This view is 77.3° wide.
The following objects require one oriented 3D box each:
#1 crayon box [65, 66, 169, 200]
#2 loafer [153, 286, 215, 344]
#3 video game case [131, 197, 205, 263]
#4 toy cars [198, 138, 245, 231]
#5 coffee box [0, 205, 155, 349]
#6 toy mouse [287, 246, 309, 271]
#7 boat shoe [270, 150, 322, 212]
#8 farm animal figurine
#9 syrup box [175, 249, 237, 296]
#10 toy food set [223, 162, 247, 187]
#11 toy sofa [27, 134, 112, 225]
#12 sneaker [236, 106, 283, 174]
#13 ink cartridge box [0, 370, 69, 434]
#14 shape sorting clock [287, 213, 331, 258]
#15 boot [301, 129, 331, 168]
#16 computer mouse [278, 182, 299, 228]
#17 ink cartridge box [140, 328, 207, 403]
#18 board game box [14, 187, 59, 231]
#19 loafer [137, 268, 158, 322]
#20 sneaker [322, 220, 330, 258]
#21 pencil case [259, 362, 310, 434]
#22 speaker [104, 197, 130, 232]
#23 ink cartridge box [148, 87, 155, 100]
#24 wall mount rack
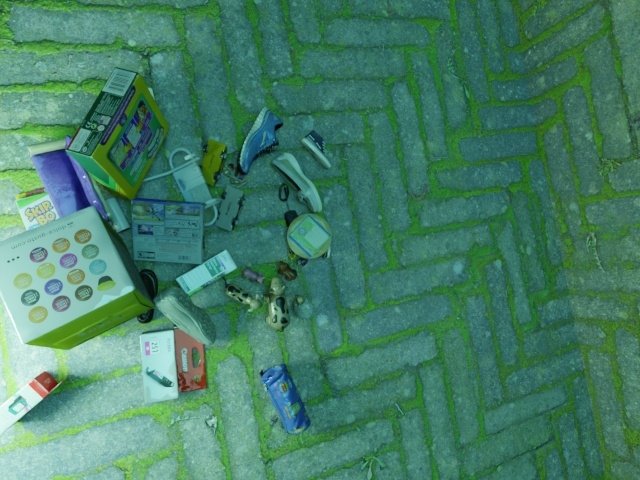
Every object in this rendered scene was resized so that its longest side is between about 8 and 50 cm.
[{"bbox_3d":[-0.724,-0.380,1.478,0.106,0.313,0.362,15,69,4],"label":"crayon box"},{"bbox_3d":[-0.537,0.313,1.607,0.112,0.112,0.319,-23,121,12],"label":"loafer"},{"bbox_3d":[-0.599,-0.037,1.585,0.270,0.061,0.244,4,107,-4],"label":"video game case"},{"bbox_3d":[-0.419,-0.238,1.731,0.177,0.087,0.393,-19,95,14],"label":"toy cars"},{"bbox_3d":[-0.827,0.144,1.376,0.338,0.338,0.334,-28,79,-19],"label":"coffee box"},{"bbox_3d":[-0.083,0.062,1.863,0.143,0.031,0.160,-4,87,-20],"label":"toy mouse"},{"bbox_3d":[-0.104,-0.256,1.842,0.103,0.118,0.320,-33,93,-14],"label":"boat shoe"},{"bbox_3d":[-0.214,0.245,1.723,0.330,0.172,0.326,-24,94,-20],"label":"farm animal figurine"},{"bbox_3d":[-0.477,0.135,1.676,0.237,0.096,0.093,-32,98,-19],"label":"syrup box"},{"bbox_3d":[-0.383,-0.295,1.790,0.078,0.019,0.122,-35,90,-20],"label":"toy food set"},{"bbox_3d":[-0.924,-0.192,1.481,0.150,0.177,0.362,-26,96,-34],"label":"toy sofa"},{"bbox_3d":[-0.264,-0.432,1.786,0.147,0.130,0.329,28,76,-14],"label":"sneaker"},{"bbox_3d":[-1.028,0.551,1.415,0.231,0.134,0.078,-43,100,-19],"label":"ink cartridge box"},{"bbox_3d":[-0.050,-0.020,1.834,0.206,0.040,0.206,1,86,-12],"label":"shape sorting clock"},{"bbox_3d":[0.001,-0.438,1.915,0.190,0.069,0.086,46,75,-9],"label":"boot"},{"bbox_3d":[-0.141,-0.149,1.854,0.071,0.041,0.242,-17,91,-20],"label":"computer mouse"},{"bbox_3d":[-0.592,0.497,1.623,0.239,0.060,0.275,-4,87,-19],"label":"ink cartridge box"},{"bbox_3d":[-1.045,-0.068,1.517,0.124,0.039,0.259,-21,90,-22],"label":"board game box"},{"bbox_3d":[-0.692,0.223,1.597,0.080,0.078,0.219,-1,86,-21],"label":"loafer"},{"bbox_3d":[0.000,0.000,1.889,0.077,0.072,0.178,-7,80,-9],"label":"sneaker"},{"bbox_3d":[-0.154,0.689,1.735,0.133,0.119,0.306,-28,95,-44],"label":"pencil case"},{"bbox_3d":[-0.813,-0.099,1.593,0.055,0.055,0.136,-27,95,-20],"label":"speaker"},{"bbox_3d":[-0.756,-0.568,1.652,0.135,0.056,0.099,-13,90,-20],"label":"ink cartridge box"},{"bbox_3d":[-0.590,-0.200,1.653,0.304,0.130,0.350,-24,93,10],"label":"wall mount rack"}]
